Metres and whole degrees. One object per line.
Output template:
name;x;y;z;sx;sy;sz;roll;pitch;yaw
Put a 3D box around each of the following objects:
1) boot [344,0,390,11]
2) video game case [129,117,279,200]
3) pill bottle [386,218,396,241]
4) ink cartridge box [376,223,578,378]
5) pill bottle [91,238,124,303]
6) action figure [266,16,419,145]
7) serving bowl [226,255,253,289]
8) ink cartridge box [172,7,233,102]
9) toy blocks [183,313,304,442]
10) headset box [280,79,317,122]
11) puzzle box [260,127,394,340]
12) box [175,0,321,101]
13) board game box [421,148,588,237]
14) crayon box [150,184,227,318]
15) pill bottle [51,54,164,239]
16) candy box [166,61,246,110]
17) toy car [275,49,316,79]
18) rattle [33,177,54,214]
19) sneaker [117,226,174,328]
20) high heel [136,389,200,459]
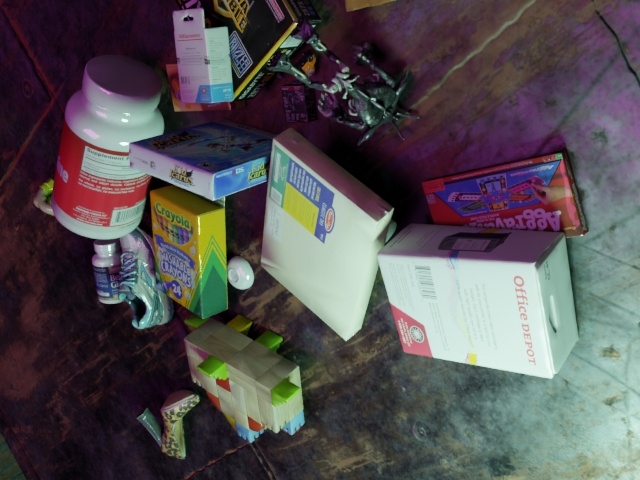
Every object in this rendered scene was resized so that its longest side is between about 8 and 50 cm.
boot;0.040;-0.551;1.419;0.264;0.096;0.280;3;118;32
video game case;-0.209;-0.175;1.648;0.244;0.269;0.061;20;119;34
pill bottle;0.078;-0.050;1.584;0.137;0.078;0.078;40;130;21
ink cartridge box;0.277;0.098;1.418;0.306;0.131;0.226;4;120;38
pill bottle;-0.573;0.080;2.199;0.094;0.094;0.169;13;117;37
action figure;0.049;-0.289;1.466;0.275;0.141;0.164;32;105;-20
serving bowl;-0.198;0.080;1.918;0.083;0.027;0.083;17;118;36
ink cartridge box;-0.232;-0.366;1.593;0.104;0.060;0.180;11;110;43
toy blocks;-0.180;0.364;1.946;0.381;0.190;0.261;23;134;33
headset box;-0.044;-0.282;1.623;0.062;0.032;0.083;7;112;39
puzzle box;0.000;0.000;1.613;0.272;0.052;0.409;41;147;21
box;-0.164;-0.479;1.589;0.257;0.079;0.322;-39;74;45
board game box;0.315;-0.061;1.408;0.281;0.027;0.145;-10;102;43
crayon box;-0.318;0.001;1.934;0.203;0.083;0.323;25;123;41
pill bottle;-0.502;-0.220;1.915;0.229;0.229;0.408;40;129;21
candy box;-0.253;-0.342;1.766;0.186;0.053;0.109;8;113;40
toy car;-0.049;-0.349;1.609;0.040;0.060;0.122;37;170;-36
rattle;-0.688;-0.090;2.248;0.199;0.130;0.143;9;128;10
sneaker;-0.475;0.099;2.102;0.110;0.122;0.283;-10;102;43
high heel;-0.377;0.517;2.245;0.261;0.093;0.186;-28;106;36
